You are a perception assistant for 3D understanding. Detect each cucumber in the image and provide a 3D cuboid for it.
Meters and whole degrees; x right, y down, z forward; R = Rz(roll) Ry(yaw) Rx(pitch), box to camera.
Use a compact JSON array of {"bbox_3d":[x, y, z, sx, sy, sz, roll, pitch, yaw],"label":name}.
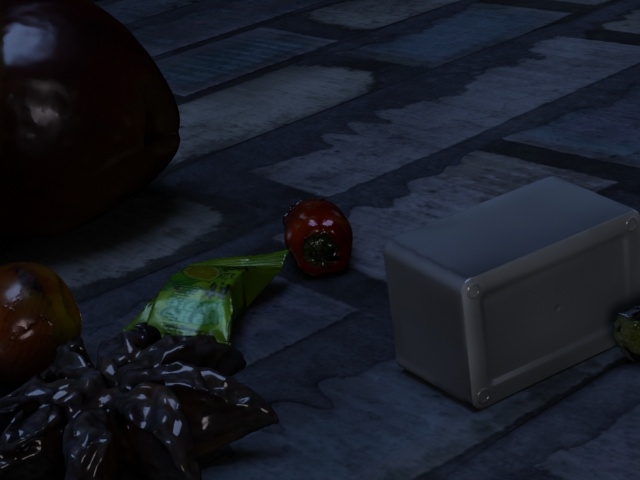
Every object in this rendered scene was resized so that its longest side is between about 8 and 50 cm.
[{"bbox_3d":[0.404,0.062,1.509,0.067,0.067,0.245,11,28,40],"label":"cucumber"}]

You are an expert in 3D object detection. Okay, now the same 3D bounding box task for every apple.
[{"bbox_3d":[-0.343,0.092,1.606,0.146,0.146,0.146,-8,22,3],"label":"apple"}]

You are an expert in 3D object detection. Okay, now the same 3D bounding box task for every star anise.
[{"bbox_3d":[-0.207,0.174,1.399,0.331,0.118,0.332,-11,26,5],"label":"star anise"}]

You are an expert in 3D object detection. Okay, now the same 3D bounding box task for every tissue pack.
[{"bbox_3d":[0.211,0.052,1.481,0.246,0.159,0.136,-20,26,-26],"label":"tissue pack"}]

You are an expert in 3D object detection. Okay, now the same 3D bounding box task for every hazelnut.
[{"bbox_3d":[-0.427,-0.176,2.029,0.429,0.402,0.402,6,26,41],"label":"hazelnut"}]

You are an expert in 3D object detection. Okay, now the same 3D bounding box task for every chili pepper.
[{"bbox_3d":[0.000,0.000,1.783,0.086,0.084,0.192,-26,18,2],"label":"chili pepper"}]

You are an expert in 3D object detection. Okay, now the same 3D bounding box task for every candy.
[{"bbox_3d":[-0.143,0.072,1.681,0.149,0.069,0.246,2,26,19],"label":"candy"}]
